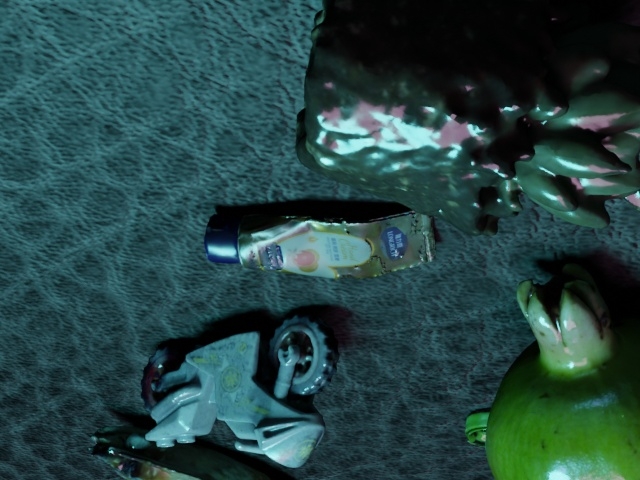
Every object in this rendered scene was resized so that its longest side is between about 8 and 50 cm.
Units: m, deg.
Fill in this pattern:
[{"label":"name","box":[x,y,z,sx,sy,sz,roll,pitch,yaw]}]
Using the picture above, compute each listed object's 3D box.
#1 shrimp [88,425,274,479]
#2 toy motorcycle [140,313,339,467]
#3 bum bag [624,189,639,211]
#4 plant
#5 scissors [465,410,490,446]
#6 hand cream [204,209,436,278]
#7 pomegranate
[{"label":"shrimp","box":[-0.140,0.251,1.652,0.164,0.062,0.317,-10,151,37]},{"label":"toy motorcycle","box":[-0.066,0.134,1.330,0.215,0.122,0.080,-16,160,39]},{"label":"bum bag","box":[0.262,-0.017,1.003,0.102,0.069,0.248,-24,159,18]},{"label":"plant","box":[0.086,-0.079,0.867,0.194,0.129,0.132,12,155,0]},{"label":"scissors","box":[0.226,0.165,1.416,0.204,0.027,0.101,-16,148,43]},{"label":"hand cream","box":[0.000,0.000,1.145,0.163,0.039,0.062,0,136,11]},{"label":"pomegranate","box":[0.201,0.129,1.189,0.179,0.179,0.210,-11,147,33]}]
